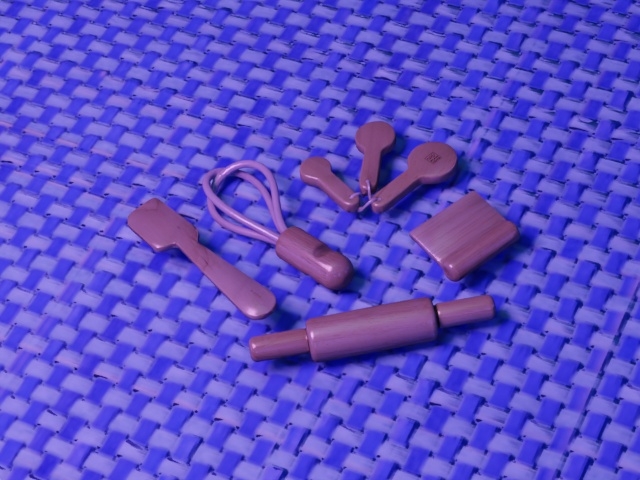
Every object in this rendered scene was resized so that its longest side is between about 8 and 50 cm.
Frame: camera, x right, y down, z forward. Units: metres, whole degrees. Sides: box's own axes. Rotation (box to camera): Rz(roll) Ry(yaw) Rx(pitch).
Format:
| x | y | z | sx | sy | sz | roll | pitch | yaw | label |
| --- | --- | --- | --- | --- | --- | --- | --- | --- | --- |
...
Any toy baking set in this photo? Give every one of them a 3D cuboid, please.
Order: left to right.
| x | y | z | sx | sy | sz | roll | pitch | yaw | label |
| --- | --- | --- | --- | --- | --- | --- | --- | --- | --- |
| 0.003 | 0.005 | 1.032 | 0.256 | 0.030 | 0.196 | -14 | 47 | -4 | toy baking set |
